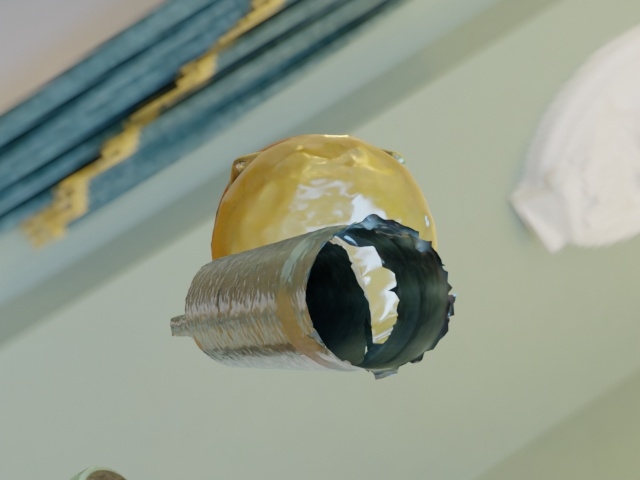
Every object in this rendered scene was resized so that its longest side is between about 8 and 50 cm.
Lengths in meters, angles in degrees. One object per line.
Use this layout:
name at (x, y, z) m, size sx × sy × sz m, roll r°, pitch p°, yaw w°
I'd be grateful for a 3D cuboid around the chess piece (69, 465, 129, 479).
chess piece at (-0.182, 0.219, 1.264) m, size 0.067 × 0.103 × 0.067 m, roll 31°, pitch 35°, yaw -25°

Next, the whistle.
whistle at (-0.016, 0.030, 0.783) m, size 0.062 × 0.062 × 0.312 m, roll 59°, pitch -15°, yaw -5°

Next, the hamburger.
hamburger at (0.000, 0.000, 1.166) m, size 0.162 × 0.162 × 0.115 m, roll 60°, pitch -3°, yaw -12°
